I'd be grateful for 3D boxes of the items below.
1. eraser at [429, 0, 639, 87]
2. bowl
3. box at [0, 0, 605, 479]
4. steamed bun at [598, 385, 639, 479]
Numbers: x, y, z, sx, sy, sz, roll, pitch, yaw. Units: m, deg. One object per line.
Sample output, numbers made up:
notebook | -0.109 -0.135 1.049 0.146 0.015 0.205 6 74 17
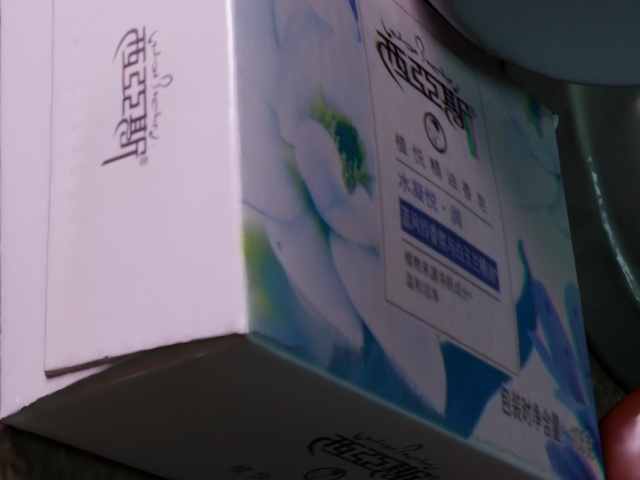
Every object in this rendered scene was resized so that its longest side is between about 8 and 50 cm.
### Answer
eraser | 0.060 -0.206 0.777 0.189 0.104 0.290 15 35 -47
bowl | 0.262 -0.047 1.112 0.307 0.163 0.307 33 50 -49
box | 0.002 -0.001 0.664 0.274 0.116 0.203 31 46 -50
steamed bun | 0.245 0.250 0.742 0.235 0.248 0.379 60 22 -68
